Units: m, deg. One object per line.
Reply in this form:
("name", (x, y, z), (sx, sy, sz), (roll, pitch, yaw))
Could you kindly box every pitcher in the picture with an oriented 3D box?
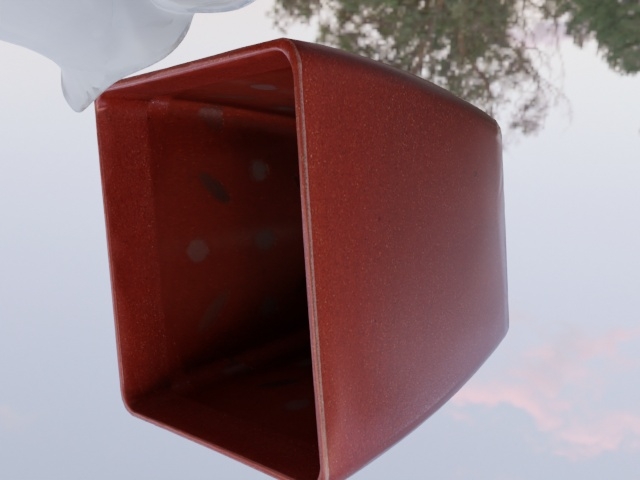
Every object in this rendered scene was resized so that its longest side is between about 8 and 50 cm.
("pitcher", (-0.140, -0.162, 0.399), (0.177, 0.207, 0.125), (-15, -122, 29))

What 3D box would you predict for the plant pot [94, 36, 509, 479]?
("plant pot", (0.000, 0.000, 0.636), (0.235, 0.267, 0.267), (-9, -172, -39))
